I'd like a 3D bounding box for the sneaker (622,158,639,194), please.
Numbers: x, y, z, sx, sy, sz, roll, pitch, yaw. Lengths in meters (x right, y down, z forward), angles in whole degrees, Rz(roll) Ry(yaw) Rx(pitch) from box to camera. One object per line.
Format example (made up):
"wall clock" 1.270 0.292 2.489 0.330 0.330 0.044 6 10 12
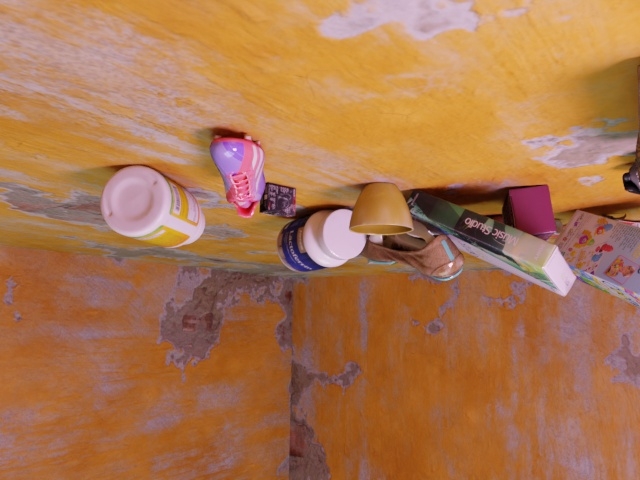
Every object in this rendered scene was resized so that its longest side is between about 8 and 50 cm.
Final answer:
"sneaker" 0.557 -0.110 0.814 0.106 0.078 0.234 -3 173 8

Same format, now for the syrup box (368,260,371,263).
"syrup box" 0.217 0.023 1.690 0.093 0.096 0.237 2 173 -2

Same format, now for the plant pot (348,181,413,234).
"plant pot" 0.127 -0.068 1.084 0.135 0.095 0.134 1 171 0

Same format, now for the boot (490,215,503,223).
"boot" 0.431 -0.005 1.479 0.281 0.096 0.264 -1 172 19

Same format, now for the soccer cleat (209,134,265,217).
"soccer cleat" -0.134 -0.105 0.869 0.083 0.094 0.248 1 172 -2

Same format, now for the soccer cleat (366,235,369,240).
"soccer cleat" 0.142 -0.022 1.555 0.072 0.060 0.179 20 155 -39

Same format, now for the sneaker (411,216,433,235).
"sneaker" 0.244 -0.033 1.339 0.226 0.087 0.093 -3 169 26

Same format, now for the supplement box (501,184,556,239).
"supplement box" 0.457 -0.047 1.141 0.081 0.103 0.188 -7 170 13

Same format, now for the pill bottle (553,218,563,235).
"pill bottle" 0.635 -0.032 1.444 0.044 0.043 0.083 4 172 -19

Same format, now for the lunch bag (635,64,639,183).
"lunch bag" 0.496 -0.098 0.583 0.236 0.168 0.287 -3 170 33

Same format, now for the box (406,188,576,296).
"box" 0.360 0.004 1.098 0.322 0.058 0.232 27 179 39

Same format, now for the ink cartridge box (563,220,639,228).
"ink cartridge box" 0.826 -0.005 1.539 0.262 0.066 0.296 2 171 -17

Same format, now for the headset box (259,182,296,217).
"headset box" -0.088 -0.086 1.106 0.083 0.062 0.032 8 170 -41

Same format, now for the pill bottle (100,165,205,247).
"pill bottle" -0.330 -0.058 1.068 0.137 0.136 0.245 0 171 8

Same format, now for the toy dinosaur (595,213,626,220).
"toy dinosaur" 0.734 -0.048 1.351 0.090 0.047 0.082 -8 -169 -9

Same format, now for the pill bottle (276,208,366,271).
"pill bottle" 0.000 0.000 1.370 0.153 0.153 0.265 5 170 -28

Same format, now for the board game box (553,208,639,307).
"board game box" 0.696 0.050 1.187 0.142 0.144 0.275 32 -176 -25

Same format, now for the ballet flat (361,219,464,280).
"ballet flat" 0.192 0.000 1.208 0.116 0.124 0.342 -32 -158 -17
